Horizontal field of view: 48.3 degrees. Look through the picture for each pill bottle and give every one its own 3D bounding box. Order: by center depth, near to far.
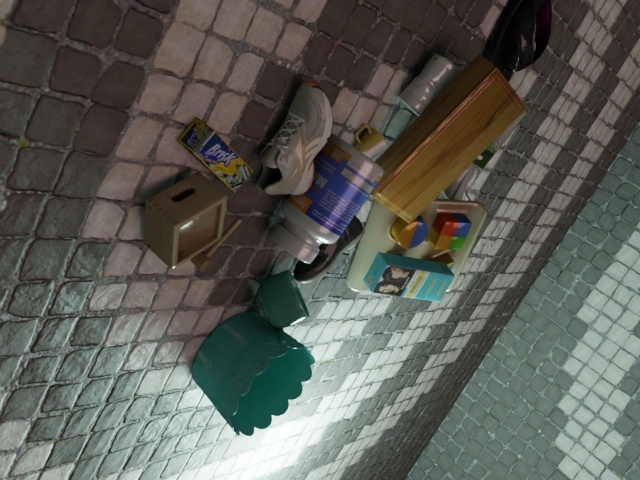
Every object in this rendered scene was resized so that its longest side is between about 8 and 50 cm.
[{"bbox_3d":[0.007,-0.089,1.605,0.272,0.152,0.152,-55,150,5],"label":"pill bottle"}]

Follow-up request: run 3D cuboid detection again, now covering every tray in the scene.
[{"bbox_3d":[0.302,-0.236,1.754,0.411,0.076,0.203,-46,141,12],"label":"tray"}]

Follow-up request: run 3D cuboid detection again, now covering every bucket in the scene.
[{"bbox_3d":[-0.169,0.322,1.776,0.281,0.183,0.281,-35,147,-27],"label":"bucket"}]

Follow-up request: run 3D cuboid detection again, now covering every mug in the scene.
[{"bbox_3d":[0.111,-0.231,1.705,0.064,0.078,0.062,-38,-177,-7],"label":"mug"},{"bbox_3d":[-0.094,0.152,1.749,0.098,0.129,0.157,-24,156,1],"label":"mug"}]

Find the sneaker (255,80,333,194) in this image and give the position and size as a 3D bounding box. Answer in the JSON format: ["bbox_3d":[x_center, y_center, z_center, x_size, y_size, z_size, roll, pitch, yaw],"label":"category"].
[{"bbox_3d":[-0.060,-0.196,1.455,0.121,0.099,0.262,-16,134,-40],"label":"sneaker"}]

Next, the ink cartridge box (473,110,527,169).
[{"bbox_3d":[0.485,-0.323,2.058,0.209,0.109,0.062,-53,150,2],"label":"ink cartridge box"}]

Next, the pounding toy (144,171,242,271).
[{"bbox_3d":[-0.247,-0.028,1.387,0.181,0.094,0.206,-36,156,-36],"label":"pounding toy"}]

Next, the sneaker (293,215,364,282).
[{"bbox_3d":[0.000,0.000,1.786,0.222,0.083,0.118,-43,134,-9],"label":"sneaker"}]

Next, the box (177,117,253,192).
[{"bbox_3d":[-0.195,-0.158,1.345,0.059,0.054,0.169,-50,151,-4],"label":"box"}]

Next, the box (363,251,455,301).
[{"bbox_3d":[0.248,0.103,1.987,0.245,0.060,0.100,9,121,-31],"label":"box"}]

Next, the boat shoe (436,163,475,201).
[{"bbox_3d":[0.391,-0.071,2.149,0.367,0.156,0.136,-57,152,7],"label":"boat shoe"}]

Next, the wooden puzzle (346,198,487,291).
[{"bbox_3d":[0.280,0.030,2.031,0.348,0.080,0.322,4,124,-22],"label":"wooden puzzle"}]

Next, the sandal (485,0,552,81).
[{"bbox_3d":[0.554,-0.579,1.876,0.168,0.107,0.445,-15,134,-47],"label":"sandal"}]

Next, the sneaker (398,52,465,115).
[{"bbox_3d":[0.322,-0.359,1.794,0.169,0.108,0.293,-53,149,8],"label":"sneaker"}]
